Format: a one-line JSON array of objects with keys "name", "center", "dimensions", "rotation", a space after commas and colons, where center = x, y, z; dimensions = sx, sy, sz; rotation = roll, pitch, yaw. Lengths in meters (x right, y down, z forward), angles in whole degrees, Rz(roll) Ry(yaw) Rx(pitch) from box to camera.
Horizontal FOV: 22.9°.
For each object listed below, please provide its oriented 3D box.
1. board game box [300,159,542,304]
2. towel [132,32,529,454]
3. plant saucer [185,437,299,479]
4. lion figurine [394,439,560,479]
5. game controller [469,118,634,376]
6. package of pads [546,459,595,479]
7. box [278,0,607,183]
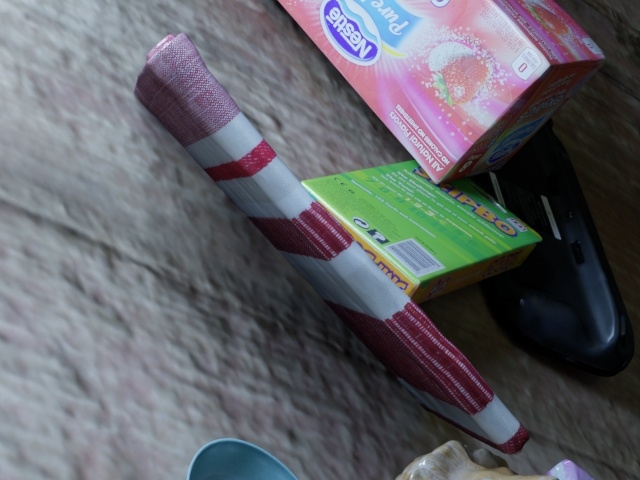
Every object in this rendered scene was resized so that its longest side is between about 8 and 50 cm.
[{"name": "board game box", "center": [0.085, -0.013, 1.290], "dimensions": [0.124, 0.039, 0.259], "rotation": [41, 27, 18]}, {"name": "towel", "center": [0.000, 0.000, 1.050], "dimensions": [0.329, 0.037, 0.237], "rotation": [48, -5, -7]}, {"name": "plant saucer", "center": [-0.040, 0.174, 0.931], "dimensions": [0.119, 0.021, 0.119], "rotation": [35, 32, -26]}, {"name": "lion figurine", "center": [0.186, 0.259, 1.072], "dimensions": [0.240, 0.142, 0.392], "rotation": [59, 17, 25]}, {"name": "game controller", "center": [0.195, -0.017, 1.478], "dimensions": [0.166, 0.067, 0.319], "rotation": [14, 43, -28]}, {"name": "package of pads", "center": [0.214, 0.215, 1.245], "dimensions": [0.083, 0.032, 0.050], "rotation": [39, 33, -22]}, {"name": "box", "center": [0.083, -0.211, 1.391], "dimensions": [0.300, 0.154, 0.142], "rotation": [51, 29, 14]}]
